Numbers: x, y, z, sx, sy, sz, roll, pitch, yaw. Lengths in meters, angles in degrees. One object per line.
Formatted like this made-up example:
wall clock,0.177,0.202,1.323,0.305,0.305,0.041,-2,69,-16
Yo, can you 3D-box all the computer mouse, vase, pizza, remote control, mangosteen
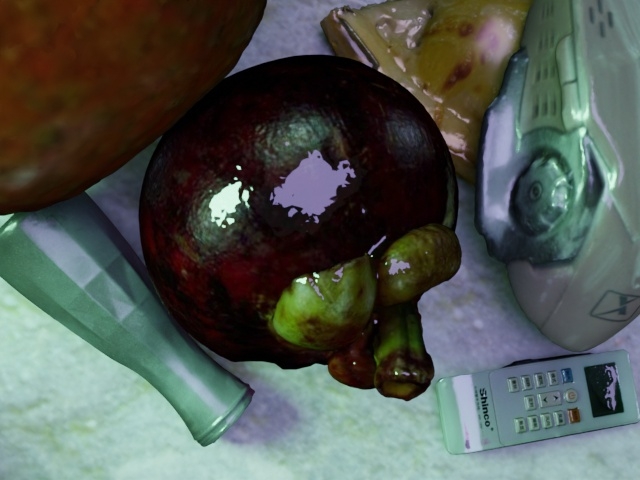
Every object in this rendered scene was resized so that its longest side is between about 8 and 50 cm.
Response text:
computer mouse,0.238,-0.104,0.768,0.199,0.115,0.389,8,91,-34
vase,-0.140,0.057,0.734,0.214,0.086,0.086,46,76,-6
pizza,0.112,-0.164,0.814,0.204,0.080,0.188,32,76,-4
remote control,0.174,0.127,0.807,0.166,0.029,0.065,-6,81,-16
mangosteen,0.000,0.000,0.679,0.228,0.228,0.265,-28,54,-14

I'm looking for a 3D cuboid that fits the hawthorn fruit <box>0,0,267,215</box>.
hawthorn fruit,-0.235,-0.230,0.587,0.402,0.403,0.403,2,81,-11
